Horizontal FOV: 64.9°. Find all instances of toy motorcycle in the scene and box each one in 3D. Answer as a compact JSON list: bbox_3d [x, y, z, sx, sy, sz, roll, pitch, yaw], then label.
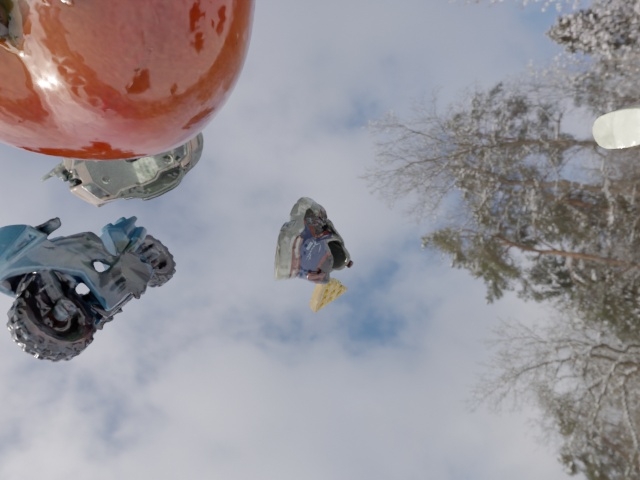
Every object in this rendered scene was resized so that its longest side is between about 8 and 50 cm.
[{"bbox_3d":[-0.414,0.041,0.895,0.172,0.416,0.232,-40,-84,21],"label":"toy motorcycle"}]

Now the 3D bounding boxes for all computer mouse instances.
[{"bbox_3d":[-0.446,-0.183,1.154,0.389,0.115,0.199,-16,-79,6],"label":"computer mouse"}]

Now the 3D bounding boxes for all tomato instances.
[{"bbox_3d":[-0.199,-0.228,0.454,0.322,0.322,0.321,-8,-76,-35],"label":"tomato"}]

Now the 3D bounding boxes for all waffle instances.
[{"bbox_3d":[0.036,0.097,1.183,0.125,0.032,0.191,-28,-21,-27],"label":"waffle"}]

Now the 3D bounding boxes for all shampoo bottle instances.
[{"bbox_3d":[0.388,-0.145,0.582,0.152,0.077,0.045,-23,-79,-28],"label":"shampoo bottle"}]

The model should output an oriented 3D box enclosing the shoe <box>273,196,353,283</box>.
[{"bbox_3d":[0.000,0.001,0.858,0.227,0.126,0.099,-64,-17,-59],"label":"shoe"}]
